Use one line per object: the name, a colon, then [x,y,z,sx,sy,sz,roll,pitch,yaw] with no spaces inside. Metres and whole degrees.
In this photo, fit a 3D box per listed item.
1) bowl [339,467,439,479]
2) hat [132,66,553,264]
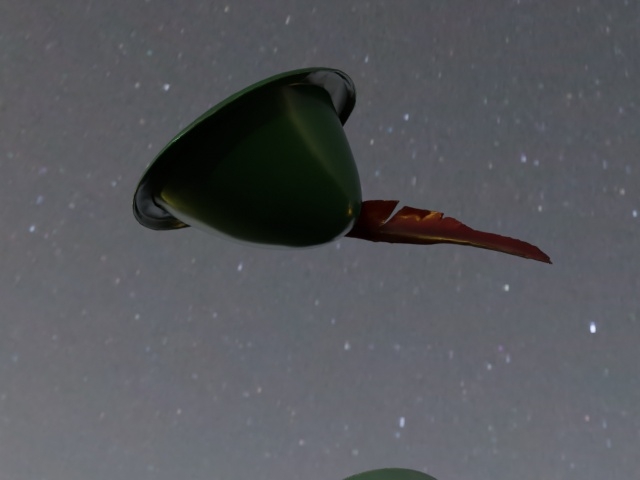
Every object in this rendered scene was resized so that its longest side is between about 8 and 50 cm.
bowl: [0.077,0.413,1.278,0.312,0.163,0.311,-13,-64,-28]
hat: [0.000,0.000,0.832,0.208,0.173,0.183,-39,-109,22]
